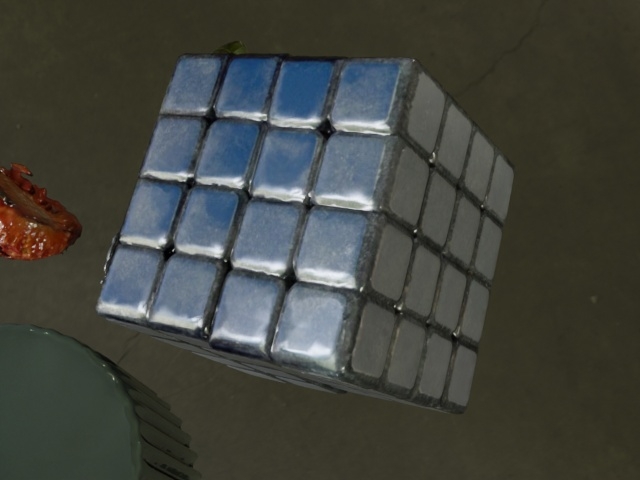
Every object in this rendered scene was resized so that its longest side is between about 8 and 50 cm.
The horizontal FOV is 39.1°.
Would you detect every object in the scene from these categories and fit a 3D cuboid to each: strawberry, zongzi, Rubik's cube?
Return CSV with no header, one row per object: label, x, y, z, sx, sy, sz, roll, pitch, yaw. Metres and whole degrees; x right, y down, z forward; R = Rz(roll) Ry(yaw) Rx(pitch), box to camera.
strawberry,-0.374,-0.031,1.111,0.121,0.188,0.082,21,103,-44
zongzi,-0.207,-0.288,1.597,0.154,0.130,0.062,-44,113,-29
Rubik's cube,0.000,0.000,1.081,0.344,0.337,0.344,30,72,-56

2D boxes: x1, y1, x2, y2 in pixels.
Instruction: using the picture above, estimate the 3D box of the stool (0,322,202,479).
stool,-0.277,0.240,0.894,0.297,0.330,0.297,1,70,-3
